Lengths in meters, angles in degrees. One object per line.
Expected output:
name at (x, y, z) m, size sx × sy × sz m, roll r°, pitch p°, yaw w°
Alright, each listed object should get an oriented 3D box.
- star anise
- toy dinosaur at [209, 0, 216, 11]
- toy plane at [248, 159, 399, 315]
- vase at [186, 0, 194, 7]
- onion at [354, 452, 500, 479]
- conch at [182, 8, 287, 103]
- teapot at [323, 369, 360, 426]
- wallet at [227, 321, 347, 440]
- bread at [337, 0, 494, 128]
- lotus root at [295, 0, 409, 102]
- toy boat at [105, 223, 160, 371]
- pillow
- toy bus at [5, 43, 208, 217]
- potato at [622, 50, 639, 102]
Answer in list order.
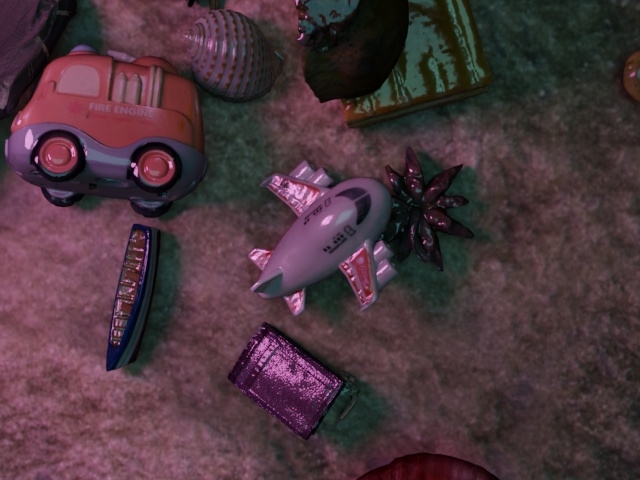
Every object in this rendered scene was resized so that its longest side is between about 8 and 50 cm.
star anise at (0.144, -0.052, 1.674) m, size 0.195 × 0.065 × 0.182 m, roll 9°, pitch 86°, yaw 5°
toy dinosaur at (-0.207, -0.579, 1.642) m, size 0.301 × 0.087 × 0.447 m, roll 28°, pitch 115°, yaw 31°
toy plane at (0.001, 0.000, 1.632) m, size 0.252 × 0.118 × 0.252 m, roll -1°, pitch 85°, yaw 15°
vase at (-0.269, -0.395, 1.646) m, size 0.167 × 0.059 × 0.059 m, roll 11°, pitch 92°, yaw -3°
onion at (0.152, 0.492, 1.586) m, size 0.347 × 0.285 × 0.348 m, roll 1°, pitch 110°, yaw 3°
conch at (-0.135, -0.272, 1.640) m, size 0.153 × 0.102 × 0.135 m, roll 23°, pitch 106°, yaw -4°
teapot at (0.027, 0.243, 1.683) m, size 0.083 × 0.067 × 0.057 m, roll -51°, pitch 135°, yaw -7°
wallet at (-0.053, 0.213, 1.665) m, size 0.166 × 0.030 × 0.111 m, roll 34°, pitch 90°, yaw 21°
bread at (0.110, -0.312, 1.639) m, size 0.239 × 0.111 × 0.246 m, roll -16°, pitch 91°, yaw -2°
lotus root at (0.038, -0.340, 1.457) m, size 0.149 × 0.260 × 0.267 m, roll -7°, pitch 88°, yaw 3°
toy boat at (-0.284, 0.089, 1.663) m, size 0.046 × 0.080 × 0.229 m, roll 10°, pitch 92°, yaw -37°
pillow at (-0.469, -0.280, 1.565) m, size 0.161 × 0.092 × 0.335 m, roll 19°, pitch 56°, yaw 2°
toy bus at (-0.302, -0.166, 1.590) m, size 0.287 × 0.194 × 0.232 m, roll 8°, pitch 81°, yaw -9°
potato at (0.529, -0.246, 1.680) m, size 0.138 × 0.070 × 0.092 m, roll 17°, pitch 96°, yaw -1°
